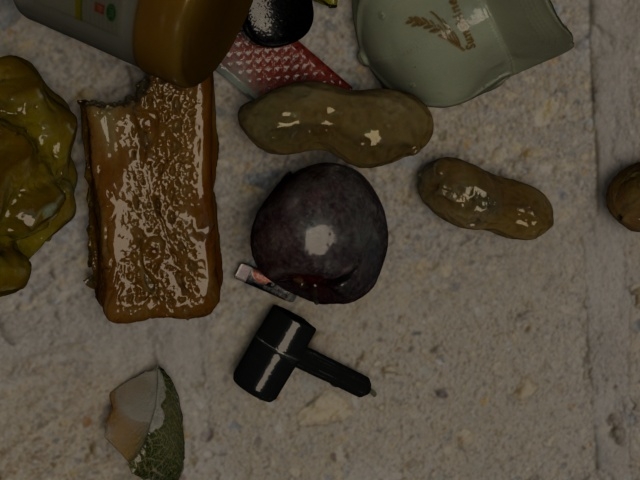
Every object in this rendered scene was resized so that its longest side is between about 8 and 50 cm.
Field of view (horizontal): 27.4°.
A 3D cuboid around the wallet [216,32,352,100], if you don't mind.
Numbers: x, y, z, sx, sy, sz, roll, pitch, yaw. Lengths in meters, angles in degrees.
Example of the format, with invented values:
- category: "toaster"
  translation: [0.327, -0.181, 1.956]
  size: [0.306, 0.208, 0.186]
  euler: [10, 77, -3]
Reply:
- category: "wallet"
  translation: [-0.059, -0.226, 1.762]
  size: [0.196, 0.020, 0.103]
  euler: [38, 101, -22]

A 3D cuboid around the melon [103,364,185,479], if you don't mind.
- category: "melon"
  translation: [-0.243, 0.283, 1.791]
  size: [0.093, 0.139, 0.203]
  euler: [-4, 108, 8]

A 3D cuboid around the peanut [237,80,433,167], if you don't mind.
- category: "peanut"
  translation: [0.022, -0.156, 1.732]
  size: [0.263, 0.117, 0.101]
  euler: [7, 120, -8]

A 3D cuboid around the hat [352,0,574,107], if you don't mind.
- category: "hat"
  translation: [0.184, -0.280, 1.706]
  size: [0.168, 0.301, 0.258]
  euler: [-41, 110, -27]

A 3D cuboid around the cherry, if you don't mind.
- category: "cherry"
  translation: [0.005, -0.009, 1.757]
  size: [0.195, 0.195, 0.195]
  euler: [-4, 104, -15]

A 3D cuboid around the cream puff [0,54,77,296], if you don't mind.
- category: "cream puff"
  translation: [-0.434, -0.067, 1.579]
  size: [0.324, 0.257, 0.291]
  euler: [-45, 113, -1]

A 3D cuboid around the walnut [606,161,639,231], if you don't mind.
- category: "walnut"
  translation: [0.478, -0.066, 1.917]
  size: [0.124, 0.105, 0.105]
  euler: [-31, 109, -12]

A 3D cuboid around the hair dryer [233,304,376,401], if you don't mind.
- category: "hair dryer"
  translation: [-0.008, 0.187, 1.862]
  size: [0.219, 0.071, 0.124]
  euler: [26, 96, -28]

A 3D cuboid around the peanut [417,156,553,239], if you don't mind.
- category: "peanut"
  translation: [0.235, -0.054, 1.860]
  size: [0.214, 0.099, 0.100]
  euler: [17, 98, -24]

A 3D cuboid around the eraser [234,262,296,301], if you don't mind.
- category: "eraser"
  translation: [-0.074, 0.059, 1.830]
  size: [0.099, 0.019, 0.027]
  euler: [25, 95, -19]

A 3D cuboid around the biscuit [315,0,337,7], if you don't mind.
- category: "biscuit"
  translation: [-0.115, -0.336, 1.723]
  size: [0.291, 0.026, 0.048]
  euler: [0, 99, -16]

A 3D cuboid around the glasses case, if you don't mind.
- category: "glasses case"
  translation: [-0.081, -0.380, 1.684]
  size: [0.103, 0.067, 0.267]
  euler: [-15, 96, -21]

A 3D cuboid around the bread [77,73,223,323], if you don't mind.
- category: "bread"
  translation: [-0.223, -0.082, 1.712]
  size: [0.185, 0.109, 0.381]
  euler: [-1, 101, -4]

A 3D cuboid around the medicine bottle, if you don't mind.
- category: "medicine bottle"
  translation: [-0.210, -0.330, 1.548]
  size: [0.231, 0.238, 0.238]
  euler: [24, 96, 8]
